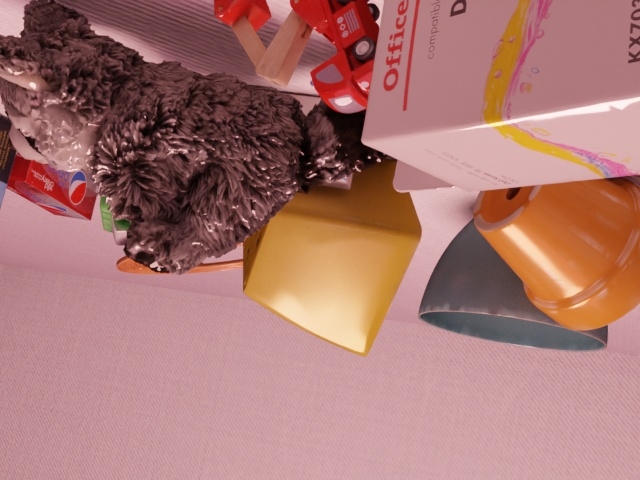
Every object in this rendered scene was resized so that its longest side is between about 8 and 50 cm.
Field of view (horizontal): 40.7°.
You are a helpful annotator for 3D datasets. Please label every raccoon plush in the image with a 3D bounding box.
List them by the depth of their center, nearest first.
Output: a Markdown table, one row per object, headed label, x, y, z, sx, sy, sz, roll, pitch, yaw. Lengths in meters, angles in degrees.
| label | x | y | z | sx | sy | sz | roll | pitch | yaw |
| --- | --- | --- | --- | --- | --- | --- | --- | --- | --- |
| raccoon plush | -0.124 | -0.175 | 0.920 | 0.299 | 0.446 | 0.216 | 60 | 180 | -25 |

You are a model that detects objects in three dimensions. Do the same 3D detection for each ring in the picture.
| label | x | y | z | sx | sy | sz | roll | pitch | yaw |
| --- | --- | --- | --- | --- | --- | --- | --- | --- | --- |
| ring | -0.167 | 0.015 | 1.421 | 0.337 | 0.032 | 0.336 | -8 | 171 | -1 |

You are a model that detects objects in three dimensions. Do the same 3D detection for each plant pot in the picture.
| label | x | y | z | sx | sy | sz | roll | pitch | yaw |
| --- | --- | --- | --- | --- | --- | --- | --- | --- | --- |
| plant pot | 0.308 | -0.018 | 1.108 | 0.188 | 0.205 | 0.205 | 34 | 160 | -21 |
| plant pot | 0.000 | 0.000 | 1.190 | 0.187 | 0.212 | 0.212 | 14 | -151 | -13 |
| plant pot | 0.312 | 0.051 | 1.364 | 0.290 | 0.195 | 0.290 | 10 | 168 | 2 |

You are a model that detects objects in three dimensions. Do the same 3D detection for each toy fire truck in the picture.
| label | x | y | z | sx | sy | sz | roll | pitch | yaw |
| --- | --- | --- | --- | --- | --- | --- | --- | --- | --- |
| toy fire truck | -0.017 | -0.178 | 0.745 | 0.135 | 0.192 | 0.047 | -28 | 151 | 24 |

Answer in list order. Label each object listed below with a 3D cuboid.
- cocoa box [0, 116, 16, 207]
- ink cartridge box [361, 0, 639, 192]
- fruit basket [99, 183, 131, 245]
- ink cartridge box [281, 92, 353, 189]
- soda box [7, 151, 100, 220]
| label | x | y | z | sx | sy | sz | roll | pitch | yaw |
| --- | --- | --- | --- | --- | --- | --- | --- | --- | --- |
| cocoa box | -0.667 | -0.063 | 1.357 | 0.232 | 0.347 | 0.228 | 6 | 167 | 25 |
| ink cartridge box | 0.149 | -0.150 | 0.554 | 0.119 | 0.207 | 0.353 | 18 | 166 | -38 |
| fruit basket | -0.177 | -0.060 | 1.383 | 0.353 | 0.165 | 0.327 | 10 | 168 | -12 |
| ink cartridge box | -0.028 | -0.128 | 1.096 | 0.143 | 0.089 | 0.092 | 10 | 168 | 12 |
| soda box | -0.502 | -0.114 | 1.582 | 0.084 | 0.092 | 0.263 | 9 | 168 | 12 |
